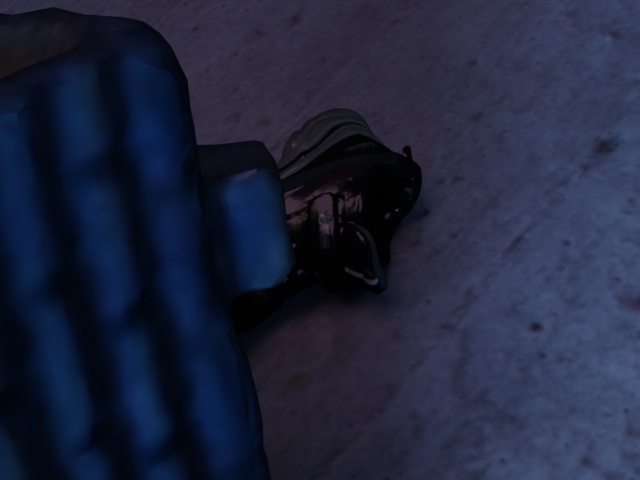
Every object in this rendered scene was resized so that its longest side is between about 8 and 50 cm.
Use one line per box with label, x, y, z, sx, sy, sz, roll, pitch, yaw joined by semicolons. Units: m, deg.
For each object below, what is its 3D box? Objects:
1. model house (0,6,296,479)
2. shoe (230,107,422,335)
model house;-0.201;0.101;0.486;0.400;0.395;0.445;-17;25;-10
shoe;0.000;0.000;0.653;0.099;0.071;0.169;24;60;38
